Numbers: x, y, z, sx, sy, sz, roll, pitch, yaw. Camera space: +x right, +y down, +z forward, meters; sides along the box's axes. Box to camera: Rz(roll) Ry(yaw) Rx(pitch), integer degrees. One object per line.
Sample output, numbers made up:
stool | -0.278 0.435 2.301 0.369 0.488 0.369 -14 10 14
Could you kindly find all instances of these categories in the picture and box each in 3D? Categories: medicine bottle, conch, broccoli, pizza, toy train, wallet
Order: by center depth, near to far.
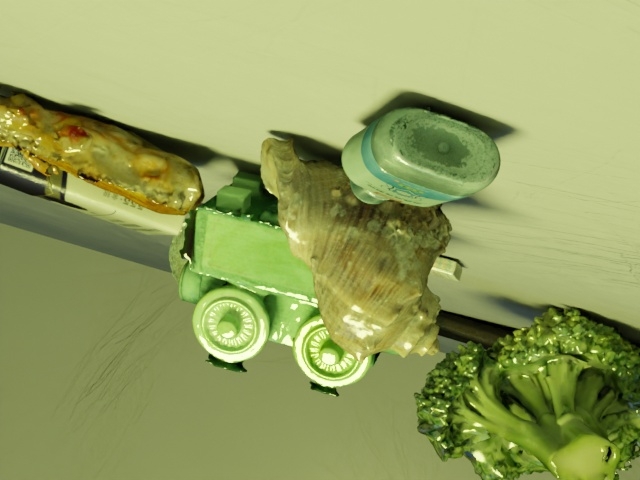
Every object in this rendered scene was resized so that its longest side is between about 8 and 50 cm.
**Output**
medicine bottle | 0.064 -0.057 0.850 0.090 0.054 0.208 18 173 -9
conch | 0.030 0.002 1.024 0.245 0.163 0.178 48 161 0
toy train | -0.022 0.044 1.223 0.271 0.188 0.159 13 -161 11
pizza | -0.263 -0.099 1.228 0.296 0.071 0.189 19 176 -1
broccoli | 0.320 0.217 1.570 0.375 0.249 0.302 7 166 -4
wallet | 0.279 0.172 2.159 0.321 0.044 0.170 16 173 35

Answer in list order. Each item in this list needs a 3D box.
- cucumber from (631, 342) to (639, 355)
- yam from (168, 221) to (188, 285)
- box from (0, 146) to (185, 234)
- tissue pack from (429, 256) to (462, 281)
cucumber | 0.519 0.199 1.711 0.243 0.063 0.115 14 171 23
yam | -0.061 0.055 1.695 0.330 0.133 0.133 20 173 -39
box | -0.320 -0.078 1.521 0.259 0.071 0.168 19 173 -23
tissue pack | 0.129 0.027 1.465 0.108 0.023 0.056 15 173 18
